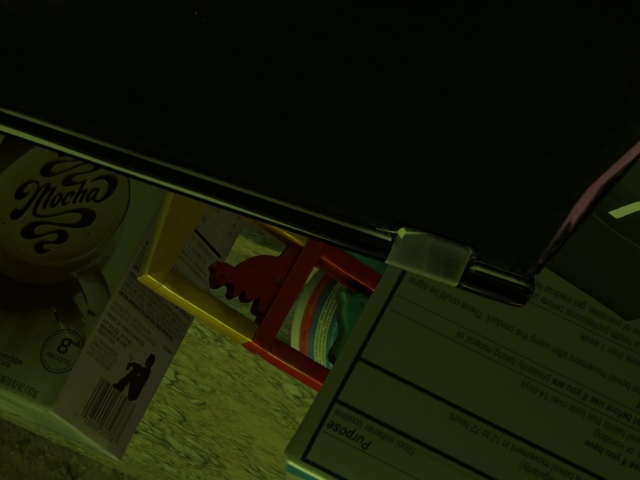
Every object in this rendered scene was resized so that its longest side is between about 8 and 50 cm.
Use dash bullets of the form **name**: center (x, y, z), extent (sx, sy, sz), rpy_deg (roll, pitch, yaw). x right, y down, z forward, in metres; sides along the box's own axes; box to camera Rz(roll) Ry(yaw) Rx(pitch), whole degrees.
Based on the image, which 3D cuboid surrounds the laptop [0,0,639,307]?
- **laptop**: center (-0.061, -0.153, 0.651), extent (0.382, 0.236, 0.408), rpy_deg (19, -158, -9)

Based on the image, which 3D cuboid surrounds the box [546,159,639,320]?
- **box**: center (0.182, -0.071, 0.897), extent (0.165, 0.143, 0.270), rpy_deg (33, 163, -10)

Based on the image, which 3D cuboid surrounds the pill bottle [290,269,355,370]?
- **pill bottle**: center (0.094, 0.095, 1.519), extent (0.222, 0.124, 0.124), rpy_deg (16, 158, 38)

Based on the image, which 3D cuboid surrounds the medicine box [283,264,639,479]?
- **medicine box**: center (0.156, 0.098, 1.162), extent (0.264, 0.289, 0.149), rpy_deg (26, 162, 10)

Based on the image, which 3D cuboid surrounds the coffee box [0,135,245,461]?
- **coffee box**: center (-0.172, -0.006, 1.365), extent (0.168, 0.297, 0.119), rpy_deg (18, 162, 30)

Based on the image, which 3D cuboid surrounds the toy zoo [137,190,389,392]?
- **toy zoo**: center (0.000, 0.000, 1.292), extent (0.293, 0.192, 0.030), rpy_deg (32, 162, -12)
